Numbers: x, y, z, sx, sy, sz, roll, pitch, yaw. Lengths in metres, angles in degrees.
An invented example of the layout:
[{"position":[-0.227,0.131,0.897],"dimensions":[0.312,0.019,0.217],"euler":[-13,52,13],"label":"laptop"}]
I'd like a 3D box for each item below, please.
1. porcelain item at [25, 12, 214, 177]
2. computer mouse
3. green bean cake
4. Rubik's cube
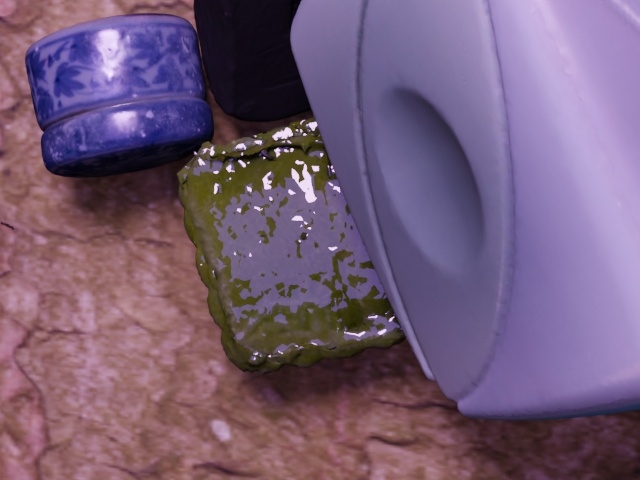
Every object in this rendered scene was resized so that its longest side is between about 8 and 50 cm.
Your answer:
[{"position":[-0.166,-0.116,0.943],"dimensions":[0.147,0.147,0.114],"euler":[-11,88,7],"label":"porcelain item"},{"position":[-0.034,-0.212,0.892],"dimensions":[0.137,0.270,0.086],"euler":[-21,56,-16],"label":"computer mouse"},{"position":[0.000,0.000,0.937],"dimensions":[0.214,0.113,0.200],"euler":[-17,86,6],"label":"green bean cake"},{"position":[0.216,-0.099,0.747],"dimensions":[0.352,0.351,0.347],"euler":[-22,87,-22],"label":"Rubik's cube"}]
